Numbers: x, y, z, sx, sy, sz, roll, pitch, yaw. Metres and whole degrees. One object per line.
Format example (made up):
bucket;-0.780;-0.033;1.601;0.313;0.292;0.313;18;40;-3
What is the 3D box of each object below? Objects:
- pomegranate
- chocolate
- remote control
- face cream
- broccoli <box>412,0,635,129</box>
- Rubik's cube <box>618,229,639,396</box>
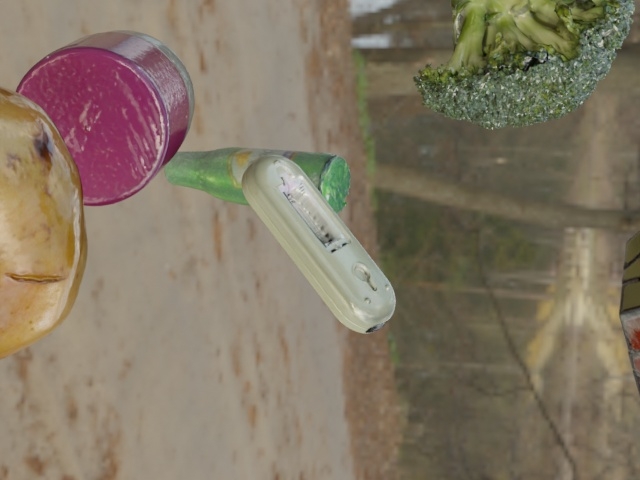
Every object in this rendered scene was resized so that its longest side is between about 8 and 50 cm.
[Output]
pomegranate;-0.254;-0.014;0.824;0.209;0.209;0.209;2;90;-76
chocolate;-0.106;-0.099;2.001;0.110;0.291;0.110;8;90;-66
remote control;0.000;0.000;1.345;0.221;0.042;0.078;52;40;9
face cream;-0.237;-0.142;1.436;0.195;0.175;0.175;-78;167;-74
broccoli;0.189;-0.294;1.568;0.221;0.361;0.252;-3;135;-56
Rubik's cube;0.475;0.078;1.389;0.319;0.319;0.264;-30;135;-74
